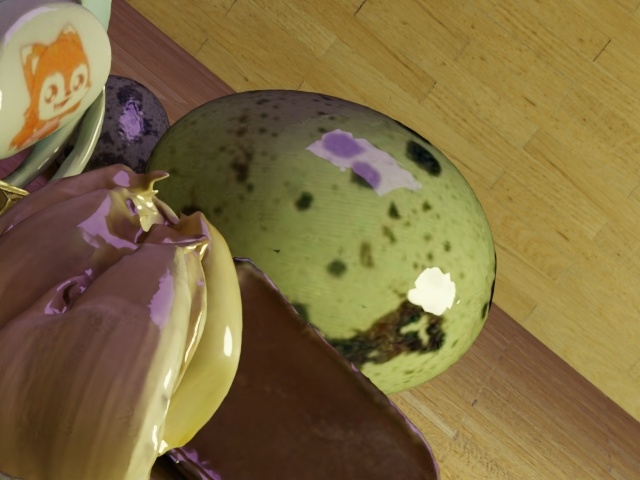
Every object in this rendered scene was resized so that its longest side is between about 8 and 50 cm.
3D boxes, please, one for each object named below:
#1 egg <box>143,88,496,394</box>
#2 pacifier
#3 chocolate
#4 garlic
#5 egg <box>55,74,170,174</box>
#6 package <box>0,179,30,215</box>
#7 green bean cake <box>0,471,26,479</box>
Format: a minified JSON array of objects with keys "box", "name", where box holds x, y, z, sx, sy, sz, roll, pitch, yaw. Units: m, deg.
[{"box":[0.000,0.000,1.273,0.379,0.287,0.287,35,10,-16],"name":"egg"},{"box":[-0.311,-0.158,1.076,0.233,0.244,0.299,31,39,18],"name":"pacifier"},{"box":[-0.034,0.151,0.962,0.261,0.161,0.083,47,-25,20],"name":"chocolate"},{"box":[-0.145,0.048,0.798,0.184,0.203,0.281,20,12,6],"name":"garlic"},{"box":[-0.228,-0.108,1.402,0.132,0.132,0.172,33,20,-28],"name":"egg"},{"box":[-0.231,0.006,1.042,0.131,0.071,0.047,27,12,-42],"name":"package"},{"box":[-0.129,0.185,0.499,0.198,0.097,0.233,30,13,-48],"name":"green bean cake"}]
